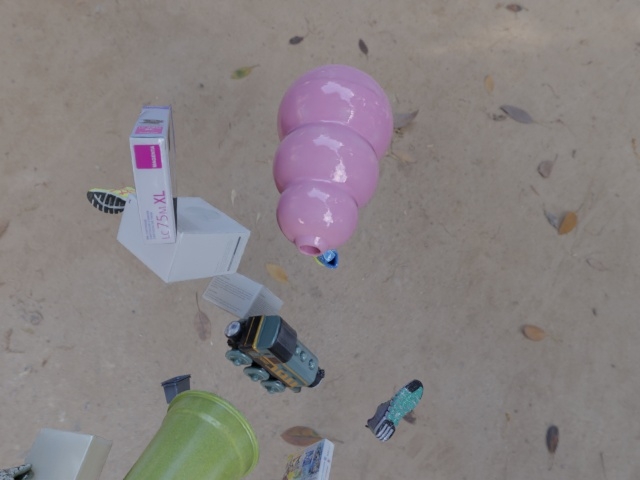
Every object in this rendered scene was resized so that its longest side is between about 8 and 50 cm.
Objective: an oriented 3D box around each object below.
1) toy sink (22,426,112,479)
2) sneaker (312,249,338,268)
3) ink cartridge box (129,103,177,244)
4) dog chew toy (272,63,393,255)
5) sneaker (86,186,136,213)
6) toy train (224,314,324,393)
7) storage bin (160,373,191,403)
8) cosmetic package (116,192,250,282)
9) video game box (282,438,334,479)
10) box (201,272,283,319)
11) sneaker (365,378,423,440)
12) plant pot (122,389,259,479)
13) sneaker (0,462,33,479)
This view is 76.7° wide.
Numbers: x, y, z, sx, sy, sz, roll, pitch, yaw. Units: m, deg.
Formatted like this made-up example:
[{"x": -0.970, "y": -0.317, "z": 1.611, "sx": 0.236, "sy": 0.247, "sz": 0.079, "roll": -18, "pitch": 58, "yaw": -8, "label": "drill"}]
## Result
[{"x": -0.685, "y": 0.634, "z": 1.059, "sx": 0.153, "sy": 0.131, "sz": 0.234, "roll": 5, "pitch": 55, "yaw": 5, "label": "toy sink"}, {"x": 0.000, "y": 0.000, "z": 1.337, "sx": 0.091, "sy": 0.240, "sz": 0.126, "roll": -40, "pitch": 35, "yaw": -11, "label": "sneaker"}, {"x": -0.308, "y": -0.144, "z": 0.770, "sx": 0.065, "sy": 0.186, "sz": 0.311, "roll": -3, "pitch": 28, "yaw": -15, "label": "ink cartridge box"}, {"x": 0.012, "y": -0.130, "z": 0.682, "sx": 0.207, "sy": 0.206, "sz": 0.332, "roll": 14, "pitch": 64, "yaw": -7, "label": "dog chew toy"}, {"x": -0.681, "y": -0.145, "z": 1.382, "sx": 0.208, "sy": 0.081, "sz": 0.094, "roll": 10, "pitch": 38, "yaw": -37, "label": "sneaker"}, {"x": -0.123, "y": 0.329, "z": 1.145, "sx": 0.190, "sy": 0.334, "sz": 0.142, "roll": -10, "pitch": 44, "yaw": 29, "label": "toy train"}, {"x": -0.604, "y": 0.624, "z": 1.694, "sx": 0.098, "sy": 0.135, "sz": 0.091, "roll": -12, "pitch": 81, "yaw": 8, "label": "storage bin"}, {"x": -0.350, "y": -0.012, "z": 1.041, "sx": 0.224, "sy": 0.138, "sz": 0.225, "roll": 31, "pitch": 17, "yaw": 28, "label": "cosmetic package"}, {"x": -0.050, "y": 0.746, "z": 1.267, "sx": 0.048, "sy": 0.205, "sz": 0.187, "roll": 38, "pitch": 34, "yaw": -16, "label": "video game box"}, {"x": -0.246, "y": 0.190, "z": 1.300, "sx": 0.181, "sy": 0.182, "sz": 0.119, "roll": 21, "pitch": 72, "yaw": 27, "label": "box"}, {"x": 0.231, "y": 0.525, "z": 1.299, "sx": 0.224, "sy": 0.098, "sz": 0.083, "roll": -42, "pitch": 108, "yaw": -18, "label": "sneaker"}, {"x": -0.323, "y": 0.545, "z": 0.942, "sx": 0.276, "sy": 0.276, "sz": 0.254, "roll": 37, "pitch": 28, "yaw": 5, "label": "plant pot"}, {"x": -0.666, "y": 0.612, "z": 0.847, "sx": 0.182, "sy": 0.158, "sz": 0.410, "roll": -10, "pitch": 27, "yaw": -38, "label": "sneaker"}]
